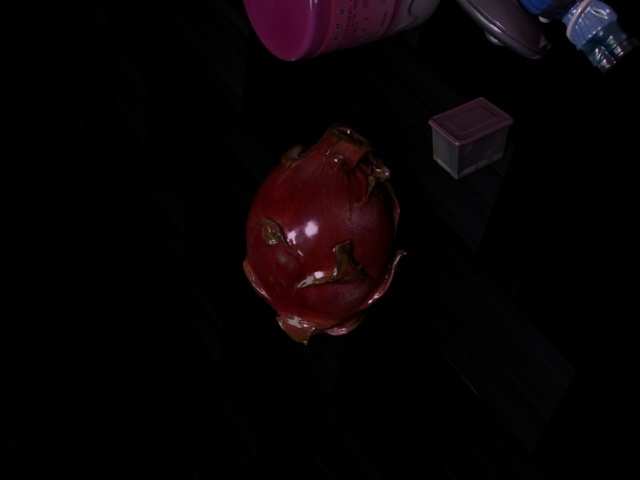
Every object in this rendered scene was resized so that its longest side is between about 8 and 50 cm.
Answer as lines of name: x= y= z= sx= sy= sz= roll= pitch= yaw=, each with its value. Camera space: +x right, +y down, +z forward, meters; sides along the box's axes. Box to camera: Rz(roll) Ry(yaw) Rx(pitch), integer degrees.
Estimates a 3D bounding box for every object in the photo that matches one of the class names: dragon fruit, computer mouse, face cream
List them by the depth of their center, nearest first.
computer mouse: x=0.162 y=-0.280 z=0.969 sx=0.057 sy=0.120 sz=0.232 roll=-38 pitch=73 yaw=29
face cream: x=0.025 y=-0.318 z=1.098 sx=0.175 sy=0.195 sz=0.175 roll=43 pitch=143 yaw=44
dragon fruit: x=0.001 y=-0.003 z=1.334 sx=0.250 sy=0.250 sz=0.315 roll=57 pitch=134 yaw=23

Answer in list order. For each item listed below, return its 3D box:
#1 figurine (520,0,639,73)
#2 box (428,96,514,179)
figurine: x=0.243 y=-0.221 z=0.890 sx=0.136 sy=0.079 sz=0.077 roll=62 pitch=150 yaw=14
box: x=0.174 y=-0.119 z=1.083 sx=0.060 sy=0.085 sz=0.063 roll=46 pitch=150 yaw=37
